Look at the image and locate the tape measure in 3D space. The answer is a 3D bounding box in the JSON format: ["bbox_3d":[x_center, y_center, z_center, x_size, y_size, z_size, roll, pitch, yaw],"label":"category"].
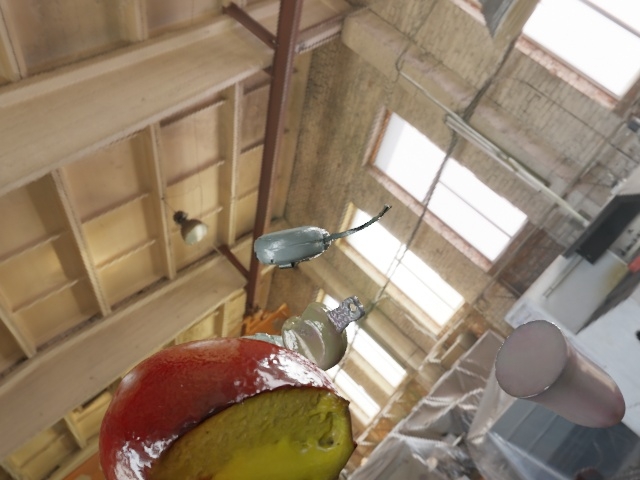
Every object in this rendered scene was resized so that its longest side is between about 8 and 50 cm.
[{"bbox_3d":[0.001,0.001,1.169,0.330,0.084,0.164,-10,7,41],"label":"tape measure"}]

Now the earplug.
[{"bbox_3d":[0.539,0.314,1.208,0.172,0.301,0.172,-45,24,27],"label":"earplug"}]

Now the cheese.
[{"bbox_3d":[0.013,0.204,1.318,0.082,0.163,0.286,-27,-16,-43],"label":"cheese"}]

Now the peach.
[{"bbox_3d":[-0.117,0.273,0.788,0.281,0.338,0.281,7,-90,-85],"label":"peach"}]

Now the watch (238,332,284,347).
[{"bbox_3d":[-0.179,0.338,1.558,0.241,0.162,0.253,27,-48,-37],"label":"watch"}]
